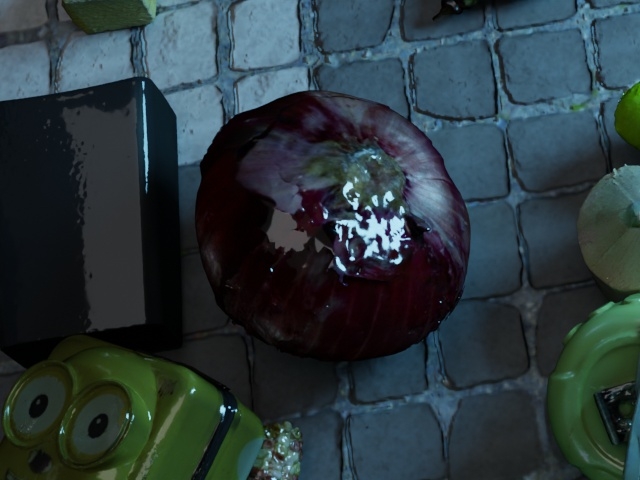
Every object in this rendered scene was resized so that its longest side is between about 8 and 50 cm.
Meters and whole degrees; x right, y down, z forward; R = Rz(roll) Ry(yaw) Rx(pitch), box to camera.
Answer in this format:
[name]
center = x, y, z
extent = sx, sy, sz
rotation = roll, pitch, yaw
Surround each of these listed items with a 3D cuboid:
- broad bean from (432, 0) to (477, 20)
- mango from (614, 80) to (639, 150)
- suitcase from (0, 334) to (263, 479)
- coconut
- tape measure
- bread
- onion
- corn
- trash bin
[broad bean]
center = 0.245, -0.292, 1.765
extent = 0.339, 0.061, 0.077
rotation = -32, 55, -1
[mango]
center = 0.359, -0.076, 1.632
extent = 0.233, 0.111, 0.125
rotation = 13, 67, 15
[suitcase]
center = -0.177, 0.195, 1.600
extent = 0.194, 0.143, 0.235
rotation = 12, 70, 45
[coconut]
center = 0.270, -0.003, 1.616
extent = 0.116, 0.122, 0.116
rotation = -4, 69, 12
[tape measure]
center = 0.268, 0.129, 1.558
extent = 0.175, 0.106, 0.200
rotation = -12, 95, 20
[bread]
center = -0.194, -0.258, 1.840
extent = 0.084, 0.080, 0.109
rotation = -3, 71, 9
[onion]
center = 0.000, 0.000, 1.640
extent = 0.252, 0.219, 0.252
rotation = 19, 47, -21
[corn]
center = -0.075, 0.260, 1.621
extent = 0.079, 0.079, 0.237
rotation = 14, 71, 17
[trash bin]
center = -0.209, -0.012, 1.738
extent = 0.165, 0.115, 0.225
rotation = -9, 72, 8
